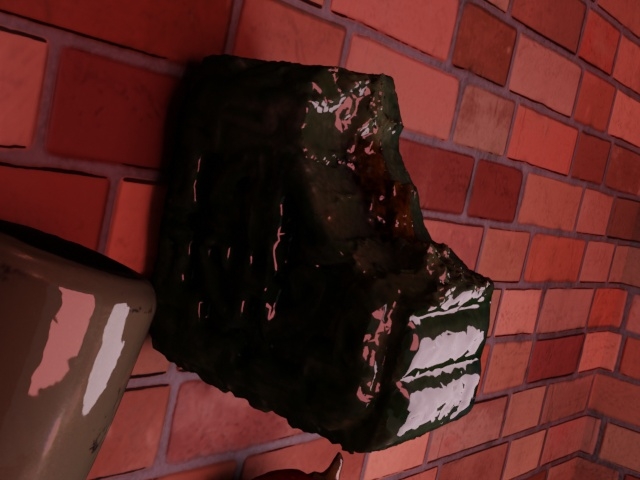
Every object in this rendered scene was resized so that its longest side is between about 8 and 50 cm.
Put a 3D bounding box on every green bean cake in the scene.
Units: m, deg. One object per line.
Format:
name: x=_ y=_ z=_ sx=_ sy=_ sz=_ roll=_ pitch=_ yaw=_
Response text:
green bean cake: x=0.000 y=0.000 z=0.795 sx=0.169 sy=0.300 sz=0.308 roll=-3 pitch=106 yaw=-54

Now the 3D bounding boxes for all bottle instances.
bottle: x=-0.249 y=0.163 z=0.636 sx=0.168 sy=0.168 sz=0.347 roll=24 pitch=86 yaw=-55

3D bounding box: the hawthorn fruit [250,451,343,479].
hawthorn fruit: x=-0.027 y=0.353 z=0.990 sx=0.215 sy=0.215 sz=0.250 roll=40 pitch=65 yaw=-52
